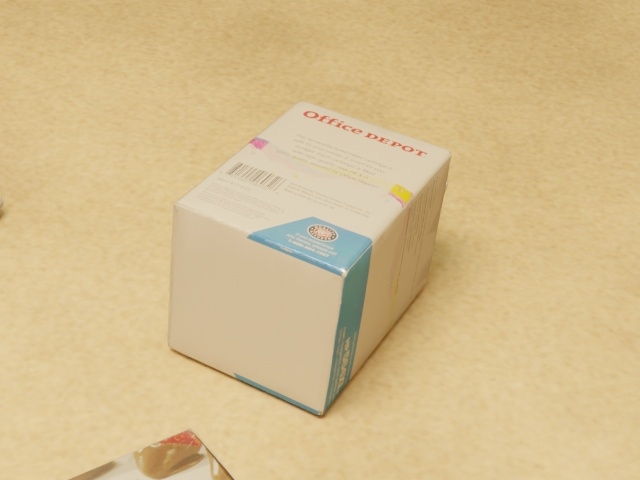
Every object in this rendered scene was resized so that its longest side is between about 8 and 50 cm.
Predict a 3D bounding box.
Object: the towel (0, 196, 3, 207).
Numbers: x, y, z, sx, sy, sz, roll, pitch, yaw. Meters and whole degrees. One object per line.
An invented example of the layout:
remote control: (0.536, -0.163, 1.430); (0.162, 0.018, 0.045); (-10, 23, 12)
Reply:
towel: (-0.265, -0.016, 0.666); (0.113, 0.023, 0.152); (30, 42, 30)

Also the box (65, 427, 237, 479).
box: (-0.164, 0.158, 0.407); (0.324, 0.067, 0.063); (-19, 43, -32)

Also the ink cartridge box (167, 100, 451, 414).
ink cartridge box: (0.000, 0.000, 0.630); (0.092, 0.090, 0.143); (22, 37, 20)
